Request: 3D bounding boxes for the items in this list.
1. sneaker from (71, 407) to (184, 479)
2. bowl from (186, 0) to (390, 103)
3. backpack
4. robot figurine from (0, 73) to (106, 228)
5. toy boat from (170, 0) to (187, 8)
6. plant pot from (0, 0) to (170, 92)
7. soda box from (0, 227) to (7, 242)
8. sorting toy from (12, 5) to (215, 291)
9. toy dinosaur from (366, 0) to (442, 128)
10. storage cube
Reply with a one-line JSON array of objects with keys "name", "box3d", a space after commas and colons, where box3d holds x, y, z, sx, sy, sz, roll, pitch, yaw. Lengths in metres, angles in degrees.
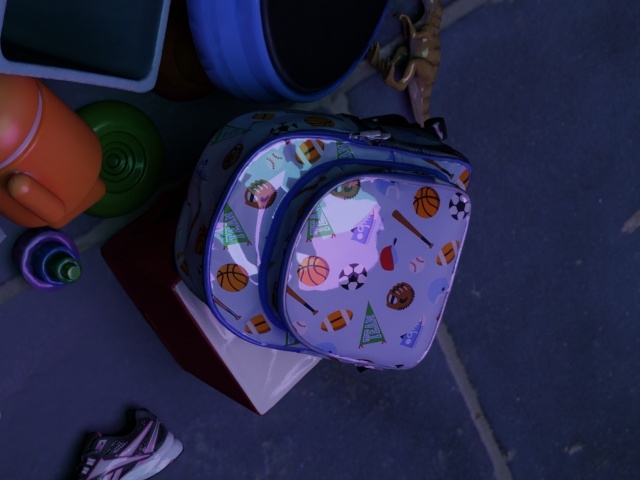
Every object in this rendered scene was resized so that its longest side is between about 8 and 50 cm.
[{"name": "sneaker", "box3d": [-0.242, 0.250, 1.827, 0.178, 0.072, 0.077, -39, 104, -25]}, {"name": "bowl", "box3d": [-0.007, -0.325, 1.696, 0.391, 0.077, 0.391, -47, 146, -48]}, {"name": "backpack", "box3d": [0.000, 0.000, 1.606, 0.263, 0.213, 0.276, 11, 98, -20]}, {"name": "robot figurine", "box3d": [-0.300, -0.096, 1.622, 0.219, 0.128, 0.158, 46, 49, -53]}, {"name": "toy boat", "box3d": [-0.138, -0.343, 1.696, 0.151, 0.151, 0.231, -45, 113, -15]}, {"name": "plant pot", "box3d": [-0.301, -0.288, 1.551, 0.247, 0.252, 0.247, 1, 102, -60]}, {"name": "soda box", "box3d": [-0.440, 0.054, 1.606, 0.286, 0.091, 0.098, -52, 122, -31]}, {"name": "sorting toy", "box3d": [-0.187, -0.098, 1.743, 0.127, 0.126, 0.365, 38, 80, -30]}, {"name": "toy dinosaur", "box3d": [0.113, -0.193, 1.924, 0.112, 0.064, 0.211, -3, 102, -30]}, {"name": "storage cube", "box3d": [-0.087, 0.042, 1.788, 0.184, 0.193, 0.215, -40, 117, -16]}]
